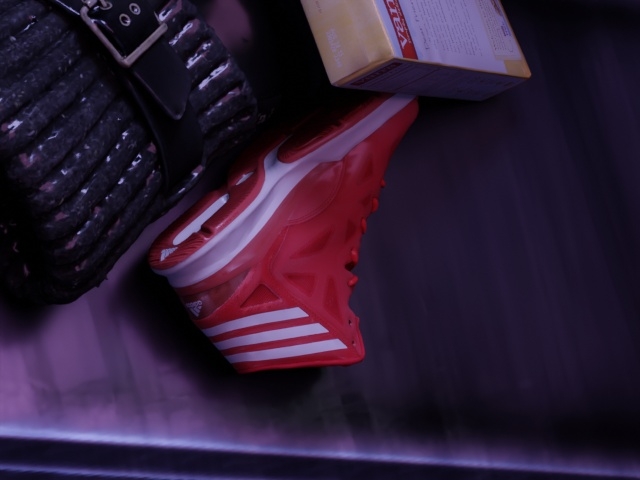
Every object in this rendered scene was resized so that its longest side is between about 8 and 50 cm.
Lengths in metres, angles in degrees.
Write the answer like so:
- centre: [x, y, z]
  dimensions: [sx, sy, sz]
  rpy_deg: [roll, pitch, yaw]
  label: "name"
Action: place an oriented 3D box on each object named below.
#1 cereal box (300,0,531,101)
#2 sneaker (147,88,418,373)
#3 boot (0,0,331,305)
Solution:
- centre: [0.042, -0.173, 1.208]
  dimensions: [0.240, 0.047, 0.173]
  rpy_deg: [-2, 70, -65]
  label: "cereal box"
- centre: [0.000, 0.000, 1.205]
  dimensions: [0.221, 0.087, 0.128]
  rpy_deg: [-40, 111, -31]
  label: "sneaker"
- centre: [-0.161, -0.162, 1.135]
  dimensions: [0.260, 0.131, 0.348]
  rpy_deg: [-37, 92, -30]
  label: "boot"
